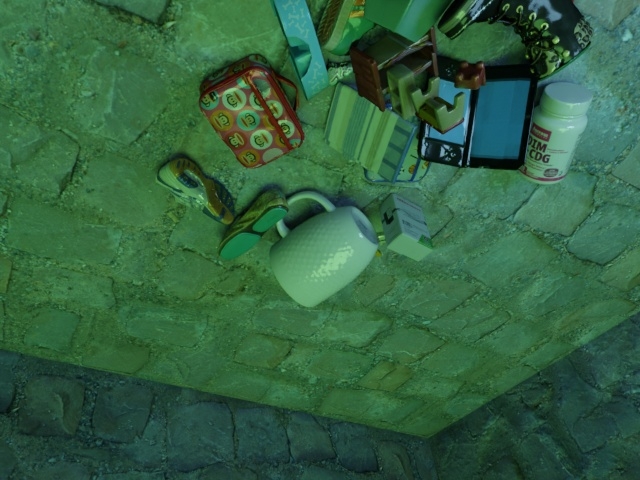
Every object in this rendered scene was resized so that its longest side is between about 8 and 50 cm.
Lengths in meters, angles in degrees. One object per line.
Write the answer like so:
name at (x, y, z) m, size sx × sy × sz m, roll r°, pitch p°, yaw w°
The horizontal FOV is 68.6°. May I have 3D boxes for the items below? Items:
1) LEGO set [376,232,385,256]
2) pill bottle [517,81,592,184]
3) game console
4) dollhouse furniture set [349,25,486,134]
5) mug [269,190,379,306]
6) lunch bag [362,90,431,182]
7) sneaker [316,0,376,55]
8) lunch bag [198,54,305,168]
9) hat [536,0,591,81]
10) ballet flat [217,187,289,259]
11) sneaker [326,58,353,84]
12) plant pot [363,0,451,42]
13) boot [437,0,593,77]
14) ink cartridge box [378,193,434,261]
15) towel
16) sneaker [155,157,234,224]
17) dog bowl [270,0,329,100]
LEGO set at (0.162, 0.018, 1.790) m, size 0.227 × 0.087 × 0.093 m, roll -13°, pitch 135°, yaw 4°
pill bottle at (0.726, -0.331, 1.463) m, size 0.160 × 0.160 × 0.283 m, roll -5°, pitch 134°, yaw -2°
game console at (0.430, -0.354, 1.294) m, size 0.250 × 0.173 × 0.294 m, roll 5°, pitch 94°, yaw -25°
dollhouse furniture set at (0.255, -0.391, 1.154) m, size 0.201 × 0.374 × 0.152 m, roll -33°, pitch 142°, yaw -7°
mug at (0.000, 0.000, 1.654) m, size 0.328 × 0.276 × 0.374 m, roll -35°, pitch 97°, yaw 21°
lunch bag at (0.258, -0.321, 1.453) m, size 0.242 × 0.115 × 0.304 m, roll 1°, pitch 135°, yaw -11°
sneaker at (0.103, -0.608, 1.168) m, size 0.121 × 0.108 × 0.302 m, roll 5°, pitch 132°, yaw -37°
lunch bag at (-0.178, -0.371, 1.353) m, size 0.258 × 0.120 × 0.293 m, roll -24°, pitch 134°, yaw 11°
hat at (0.613, -0.565, 1.277) m, size 0.208 × 0.173 × 0.184 m, roll -41°, pitch 104°, yaw -12°
ballet flat at (-0.242, -0.061, 1.645) m, size 0.123 × 0.123 × 0.348 m, roll 31°, pitch 127°, yaw -31°
sneaker at (0.047, -0.487, 1.312) m, size 0.098 × 0.038 × 0.069 m, roll -32°, pitch 130°, yaw 22°
plant pot at (0.209, -0.593, 1.062) m, size 0.165 × 0.165 × 0.234 m, roll -6°, pitch 130°, yaw -51°
boot at (0.473, -0.515, 1.104) m, size 0.284 × 0.377 × 0.138 m, roll 50°, pitch 159°, yaw -13°
ink cartridge box at (0.299, -0.048, 1.657) m, size 0.153 × 0.209 × 0.087 m, roll 24°, pitch 130°, yaw -26°
towel at (0.136, -0.313, 1.372) m, size 0.034 × 0.285 × 0.209 m, roll -34°, pitch 151°, yaw -40°
sneaker at (-0.411, -0.155, 1.557) m, size 0.130 × 0.112 × 0.296 m, roll -14°, pitch 135°, yaw 32°
dog bowl at (-0.051, -0.508, 1.199) m, size 0.074 × 0.166 × 0.297 m, roll -22°, pitch 133°, yaw 2°
